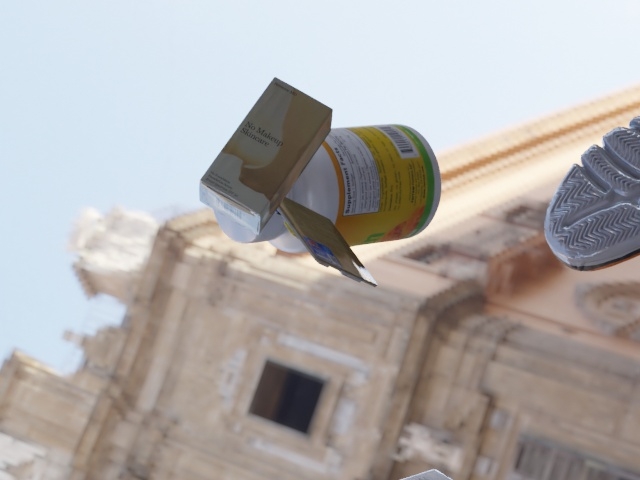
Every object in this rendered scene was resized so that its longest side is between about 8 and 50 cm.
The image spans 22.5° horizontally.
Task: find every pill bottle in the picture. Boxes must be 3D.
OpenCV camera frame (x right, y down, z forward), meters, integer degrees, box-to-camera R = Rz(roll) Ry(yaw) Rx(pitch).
[{"bbox_3d":[0.005,-0.058,1.800,0.246,0.136,0.136,-7,-70,-40],"label":"pill bottle"}]

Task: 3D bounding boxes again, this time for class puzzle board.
[{"bbox_3d":[0.000,0.000,1.606,0.011,0.096,0.128,-43,-30,14],"label":"puzzle board"}]

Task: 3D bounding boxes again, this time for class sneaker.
[{"bbox_3d":[0.358,-0.052,1.456,0.321,0.124,0.180,-36,-39,0],"label":"sneaker"}]

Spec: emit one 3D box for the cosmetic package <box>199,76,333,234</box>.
[{"bbox_3d":[-0.043,-0.069,1.297,0.115,0.060,0.041,-58,-9,-23],"label":"cosmetic package"}]

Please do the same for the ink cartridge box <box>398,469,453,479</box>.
[{"bbox_3d":[0.059,0.380,1.743,0.273,0.115,0.198,-7,-62,-49],"label":"ink cartridge box"}]
